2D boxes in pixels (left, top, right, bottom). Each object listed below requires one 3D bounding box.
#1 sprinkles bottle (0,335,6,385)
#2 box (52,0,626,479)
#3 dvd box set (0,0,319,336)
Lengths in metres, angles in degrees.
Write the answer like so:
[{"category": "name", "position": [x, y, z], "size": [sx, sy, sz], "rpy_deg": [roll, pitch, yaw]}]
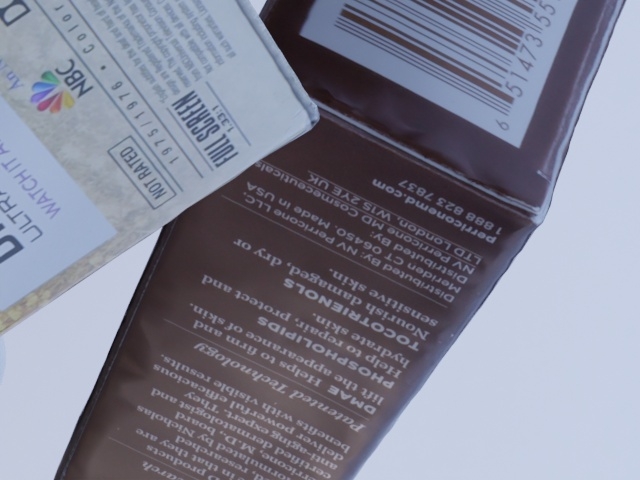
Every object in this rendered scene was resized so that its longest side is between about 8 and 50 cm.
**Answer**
[{"category": "sprinkles bottle", "position": [-0.266, -0.029, 1.017], "size": [0.355, 0.121, 0.121], "rpy_deg": [79, 0, -49]}, {"category": "box", "position": [0.000, 0.000, 0.908], "size": [0.191, 0.143, 0.381], "rpy_deg": [-65, -176, -37]}, {"category": "dvd box set", "position": [-0.234, -0.013, 0.487], "size": [0.420, 0.307, 0.062], "rpy_deg": [-35, -128, 1]}]
